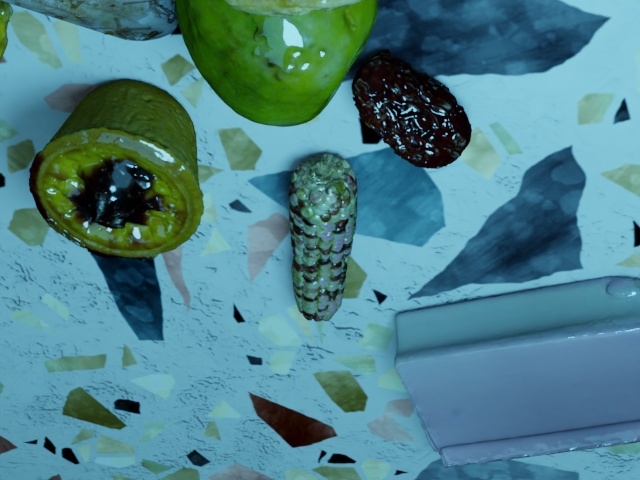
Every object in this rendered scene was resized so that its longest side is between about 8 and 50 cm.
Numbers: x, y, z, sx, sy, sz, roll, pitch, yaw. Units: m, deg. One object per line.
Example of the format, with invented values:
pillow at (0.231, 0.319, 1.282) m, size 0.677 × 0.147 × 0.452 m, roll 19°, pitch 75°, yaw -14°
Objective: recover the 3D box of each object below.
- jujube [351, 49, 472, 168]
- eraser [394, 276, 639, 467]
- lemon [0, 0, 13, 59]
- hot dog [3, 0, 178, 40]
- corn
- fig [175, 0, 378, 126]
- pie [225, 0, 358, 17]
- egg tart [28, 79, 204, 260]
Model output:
jujube at (0.106, -0.148, 1.429) m, size 0.166 × 0.104 × 0.104 m, roll 32°, pitch 130°, yaw -16°
eraser at (0.315, 0.195, 1.724) m, size 0.359 × 0.122 × 0.272 m, roll -13°, pitch 129°, yaw 18°
lemon at (-0.466, -0.235, 1.353) m, size 0.256 × 0.188 × 0.188 m, roll -6°, pitch 133°, yaw 11°
hot dog at (-0.263, -0.291, 1.302) m, size 0.268 × 0.075 × 0.144 m, roll 18°, pitch 151°, yaw -41°
corn at (0.000, 0.000, 1.600) m, size 0.092 × 0.092 × 0.280 m, roll 6°, pitch 139°, yaw 2°
fig at (-0.082, -0.262, 1.246) m, size 0.314 × 0.233 × 0.233 m, roll 29°, pitch 132°, yaw -28°
pie at (-0.028, -0.368, 1.116) m, size 0.339 × 0.339 × 0.083 m, roll 5°, pitch 176°, yaw 3°
egg tart at (-0.239, -0.089, 1.480) m, size 0.215 × 0.171 × 0.215 m, roll 4°, pitch 134°, yaw 5°
